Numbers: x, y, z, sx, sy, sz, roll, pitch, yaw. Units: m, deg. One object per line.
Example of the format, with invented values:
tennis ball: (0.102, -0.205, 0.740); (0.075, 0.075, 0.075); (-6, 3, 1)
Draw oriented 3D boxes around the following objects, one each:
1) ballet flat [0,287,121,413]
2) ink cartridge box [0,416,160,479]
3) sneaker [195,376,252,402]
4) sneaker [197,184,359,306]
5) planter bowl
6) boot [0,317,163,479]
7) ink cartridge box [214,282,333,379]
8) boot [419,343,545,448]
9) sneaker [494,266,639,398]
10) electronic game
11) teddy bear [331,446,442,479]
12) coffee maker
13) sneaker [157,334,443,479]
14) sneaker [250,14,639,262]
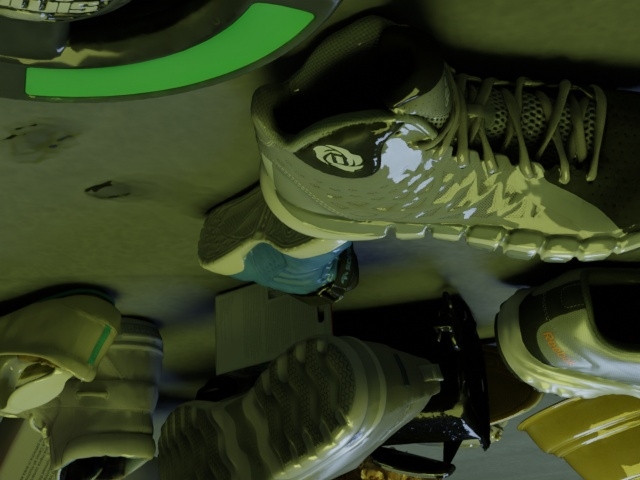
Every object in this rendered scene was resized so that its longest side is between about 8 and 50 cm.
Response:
ballet flat: (-0.255, 0.099, 0.895); (0.248, 0.086, 0.086); (-17, 155, 37)
ink cartridge box: (-0.228, 0.308, 1.170); (0.272, 0.197, 0.114); (31, 162, -20)
sneaker: (-0.070, 0.182, 1.139); (0.130, 0.109, 0.286); (11, 148, -15)
sneaker: (0.000, -0.001, 0.667); (0.084, 0.058, 0.152); (19, 157, -32)
planter bowl: (0.304, 0.183, 1.083); (0.217, 0.090, 0.217); (-17, 162, -5)
boot: (-0.227, 0.154, 0.986); (0.095, 0.123, 0.258); (14, 155, -37)
ink cartridge box: (-0.028, 0.060, 0.830); (0.115, 0.063, 0.029); (-18, 155, 37)
boot: (0.145, 0.155, 1.096); (0.213, 0.077, 0.165); (-19, 157, 34)
sneaker: (0.270, 0.074, 0.848); (0.271, 0.100, 0.108); (6, 154, -20)
electronic game: (-0.099, -0.105, 0.391); (0.229, 0.048, 0.229); (-2, 160, -1)
teddy bear: (-0.049, 0.287, 1.046); (0.337, 0.113, 0.245); (2, 117, 2)
coffee maker: (0.037, 0.105, 0.922); (0.178, 0.120, 0.171); (-8, 126, 14)
sneaker: (-0.023, 0.153, 0.829); (0.115, 0.105, 0.281); (5, 155, -38)
sneaker: (0.076, -0.048, 0.513); (0.228, 0.086, 0.132); (-3, 158, 7)
